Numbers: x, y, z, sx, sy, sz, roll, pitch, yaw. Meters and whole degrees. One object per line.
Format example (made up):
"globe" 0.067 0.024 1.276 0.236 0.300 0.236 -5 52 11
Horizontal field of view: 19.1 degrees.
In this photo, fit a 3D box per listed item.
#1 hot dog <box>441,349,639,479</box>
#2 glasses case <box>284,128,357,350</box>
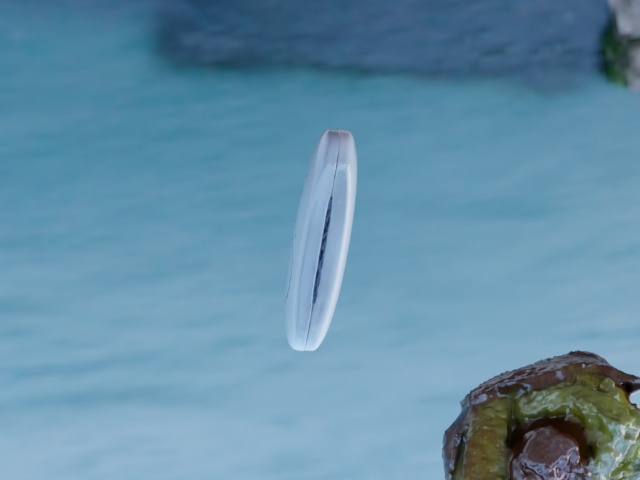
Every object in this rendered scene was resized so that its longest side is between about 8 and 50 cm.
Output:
"hot dog" 0.137 0.123 1.208 0.146 0.103 0.213 -39 -174 0
"glasses case" 0.000 0.000 1.656 0.049 0.197 0.076 9 -166 -5
